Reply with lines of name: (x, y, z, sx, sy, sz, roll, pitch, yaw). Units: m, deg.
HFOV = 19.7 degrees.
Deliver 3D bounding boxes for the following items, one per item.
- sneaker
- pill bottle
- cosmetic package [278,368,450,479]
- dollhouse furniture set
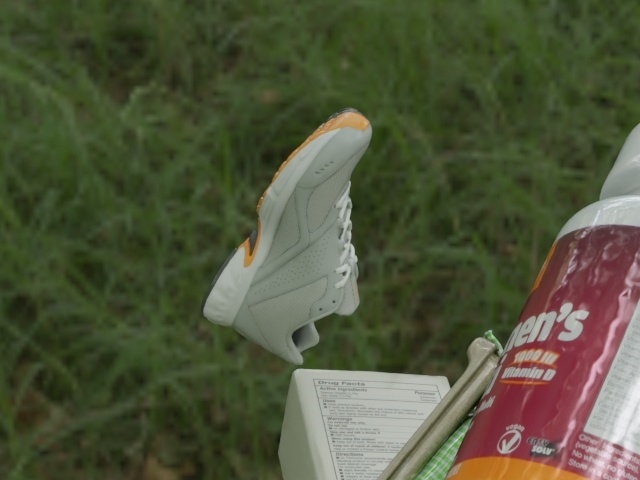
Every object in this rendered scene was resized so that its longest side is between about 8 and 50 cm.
sneaker: (0.000, 0.000, 1.641, 0.121, 0.262, 0.099, 35, 37, 6)
pill bottle: (0.143, 0.058, 0.813, 0.121, 0.121, 0.221, 15, 61, 24)
cosmetic package: (0.063, 0.254, 1.683, 0.160, 0.113, 0.309, 4, 31, -11)
dollhouse furniture set: (0.069, 0.238, 1.193, 0.151, 0.197, 0.301, 37, 74, 13)
